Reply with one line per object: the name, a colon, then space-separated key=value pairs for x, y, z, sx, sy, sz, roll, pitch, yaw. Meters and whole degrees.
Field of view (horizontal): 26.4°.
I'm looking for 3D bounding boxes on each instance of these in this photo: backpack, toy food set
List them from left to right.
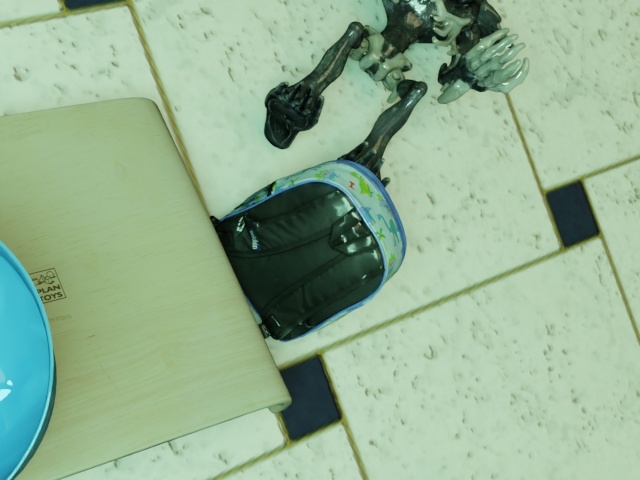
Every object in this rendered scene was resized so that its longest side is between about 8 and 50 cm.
toy food set: x=-0.181 y=0.043 z=0.817 sx=0.306 sy=0.092 sz=0.219 roll=-15 pitch=75 yaw=-39
backpack: x=0.000 y=0.000 z=0.932 sx=0.105 sy=0.114 sz=0.084 roll=60 pitch=33 yaw=-6

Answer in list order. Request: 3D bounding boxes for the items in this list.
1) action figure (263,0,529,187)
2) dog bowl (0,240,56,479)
action figure: x=0.077 y=-0.161 z=1.020 sx=0.164 sy=0.141 sz=0.275 roll=43 pitch=59 yaw=-17
dog bowl: x=-0.251 y=0.113 z=0.660 sx=0.297 sy=0.074 sz=0.166 roll=-45 pitch=80 yaw=-6
